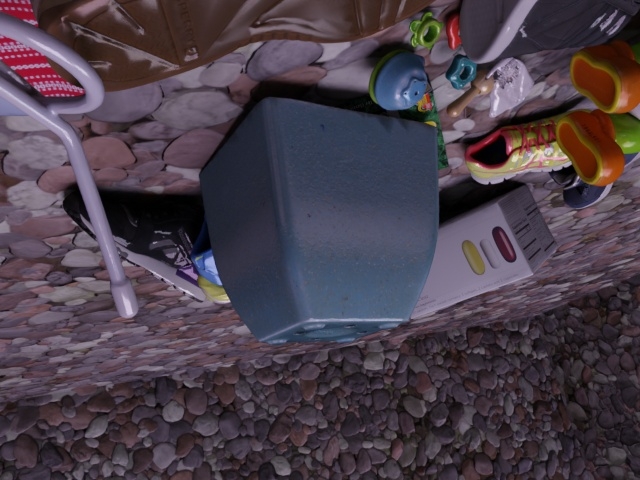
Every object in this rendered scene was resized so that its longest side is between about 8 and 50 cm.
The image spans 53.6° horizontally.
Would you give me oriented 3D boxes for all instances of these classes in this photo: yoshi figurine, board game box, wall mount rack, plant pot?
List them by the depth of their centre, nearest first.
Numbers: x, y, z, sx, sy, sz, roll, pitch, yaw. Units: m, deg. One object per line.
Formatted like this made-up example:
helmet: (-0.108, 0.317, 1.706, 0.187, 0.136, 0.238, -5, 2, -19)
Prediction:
wall mount rack: (-0.292, -0.057, 0.471, 0.350, 0.130, 0.304, 7, 161, 26)
yoshi figurine: (0.487, -0.167, 0.752, 0.362, 0.203, 0.203, -15, -179, -11)
plant pot: (0.000, 0.000, 0.820, 0.248, 0.252, 0.247, 4, 161, -29)
board game box: (0.106, -0.141, 0.902, 0.136, 0.030, 0.260, -20, 161, 11)

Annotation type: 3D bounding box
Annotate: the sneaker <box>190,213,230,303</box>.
sneaker: (-0.098, -0.018, 0.953, 0.240, 0.091, 0.126, -48, 136, -22)

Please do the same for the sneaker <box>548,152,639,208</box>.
sneaker: (0.445, -0.115, 1.106, 0.163, 0.086, 0.226, -19, 155, -20)

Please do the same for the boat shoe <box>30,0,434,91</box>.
boat shoe: (-0.037, -0.213, 0.457, 0.341, 0.110, 0.121, -18, 156, -15)

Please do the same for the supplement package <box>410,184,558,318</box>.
supplement package: (0.291, 0.020, 1.242, 0.262, 0.145, 0.204, -27, 178, 35)

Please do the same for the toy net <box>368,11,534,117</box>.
toy net: (0.167, -0.204, 0.737, 0.232, 0.045, 0.122, -7, 128, -35)

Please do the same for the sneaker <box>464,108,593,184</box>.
sneaker: (0.314, -0.144, 0.959, 0.209, 0.081, 0.094, -23, 158, 27)

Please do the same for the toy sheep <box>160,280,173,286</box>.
toy sheep: (-0.245, 0.040, 1.091, 0.091, 0.091, 0.132, -17, 146, 11)

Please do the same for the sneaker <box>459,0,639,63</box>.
sneaker: (0.242, -0.259, 0.543, 0.147, 0.104, 0.296, -11, 167, -14)

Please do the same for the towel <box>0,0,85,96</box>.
towel: (-0.296, -0.176, 0.498, 0.199, 0.031, 0.275, -9, 162, -11)

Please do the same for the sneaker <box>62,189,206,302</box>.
sneaker: (-0.242, -0.021, 0.936, 0.124, 0.107, 0.283, -54, 140, -5)
